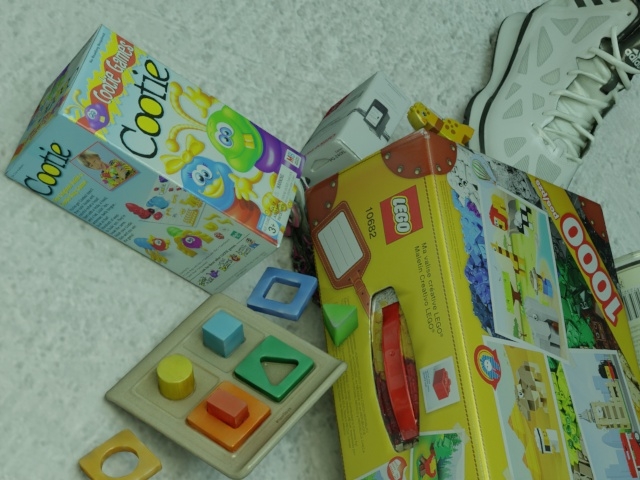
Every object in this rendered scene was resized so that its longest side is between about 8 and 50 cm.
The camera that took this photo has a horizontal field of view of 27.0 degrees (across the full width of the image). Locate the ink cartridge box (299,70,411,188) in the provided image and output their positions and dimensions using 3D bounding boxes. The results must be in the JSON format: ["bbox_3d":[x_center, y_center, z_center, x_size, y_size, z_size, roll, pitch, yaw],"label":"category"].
[{"bbox_3d":[0.036,-0.130,1.688,0.063,0.109,0.150,43,47,-14],"label":"ink cartridge box"}]

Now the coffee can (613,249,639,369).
[{"bbox_3d":[0.472,0.167,1.787,0.202,0.201,0.275,4,63,-36],"label":"coffee can"}]

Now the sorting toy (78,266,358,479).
[{"bbox_3d":[-0.100,0.138,1.379,0.196,0.047,0.348,25,52,28],"label":"sorting toy"}]

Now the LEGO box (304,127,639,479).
[{"bbox_3d":[0.200,0.172,1.532,0.373,0.193,0.500,17,56,-45],"label":"LEGO box"}]

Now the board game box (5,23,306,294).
[{"bbox_3d":[-0.177,-0.084,1.474,0.275,0.144,0.142,32,49,-20],"label":"board game box"}]

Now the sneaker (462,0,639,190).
[{"bbox_3d":[0.356,-0.212,1.866,0.169,0.257,0.447,37,48,-27],"label":"sneaker"}]

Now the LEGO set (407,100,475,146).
[{"bbox_3d":[0.135,-0.122,1.776,0.093,0.087,0.227,39,47,-14],"label":"LEGO set"}]

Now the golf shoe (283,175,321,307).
[{"bbox_3d":[0.000,0.000,1.614,0.086,0.067,0.186,-21,79,-43],"label":"golf shoe"}]
